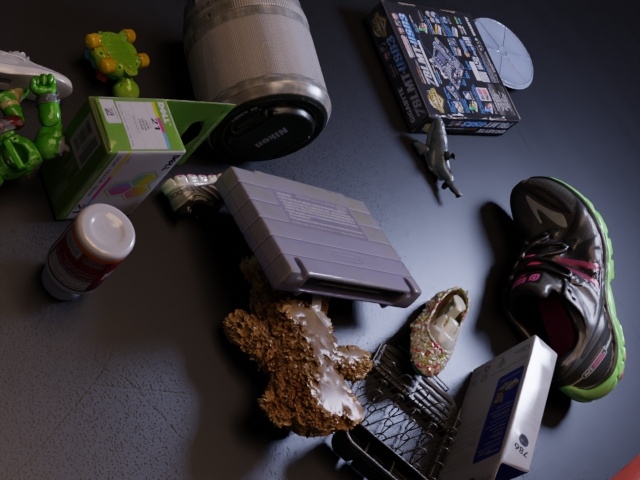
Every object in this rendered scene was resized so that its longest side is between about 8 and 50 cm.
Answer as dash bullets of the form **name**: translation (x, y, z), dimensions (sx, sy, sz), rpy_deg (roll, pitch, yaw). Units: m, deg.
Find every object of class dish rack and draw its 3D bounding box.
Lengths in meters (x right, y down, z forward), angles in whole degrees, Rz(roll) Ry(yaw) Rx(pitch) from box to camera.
- **dish rack**: translation (0.138, 0.291, 1.665), dimensions (0.208, 0.074, 0.271), rpy_deg (42, 43, -10)

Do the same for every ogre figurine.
- **ogre figurine**: translation (-0.441, -0.141, 1.436), dimensions (0.197, 0.097, 0.118), rpy_deg (-28, 85, -29)

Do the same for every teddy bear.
- **teddy bear**: translation (-0.038, 0.161, 1.602), dimensions (0.245, 0.113, 0.338), rpy_deg (4, 52, -46)

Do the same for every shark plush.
- **shark plush**: translation (0.242, -0.161, 2.064), dimensions (0.073, 0.067, 0.161), rpy_deg (9, 60, -36)

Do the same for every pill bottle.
- **pill bottle**: translation (-0.323, 0.021, 1.411), dimensions (0.086, 0.152, 0.086), rpy_deg (21, 50, -28)

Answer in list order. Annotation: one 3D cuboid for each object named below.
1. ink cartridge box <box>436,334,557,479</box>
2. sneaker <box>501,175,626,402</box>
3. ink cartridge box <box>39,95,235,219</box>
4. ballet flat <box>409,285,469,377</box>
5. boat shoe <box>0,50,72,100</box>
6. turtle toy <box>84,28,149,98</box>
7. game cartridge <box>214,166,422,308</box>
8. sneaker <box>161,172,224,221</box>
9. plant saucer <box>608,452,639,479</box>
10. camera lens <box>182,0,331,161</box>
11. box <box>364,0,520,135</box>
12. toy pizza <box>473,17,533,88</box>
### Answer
- **ink cartridge box**: translation (0.287, 0.315, 1.705), dimensions (0.065, 0.165, 0.333), rpy_deg (42, 44, -11)
- **sneaker**: translation (0.455, 0.070, 2.000), dimensions (0.202, 0.185, 0.483), rpy_deg (16, 52, -36)
- **ink cartridge box**: translation (-0.257, -0.123, 1.537), dimensions (0.255, 0.189, 0.097), rpy_deg (-5, 64, -42)
- **ballet flat**: translation (0.209, 0.145, 1.784), dimensions (0.091, 0.077, 0.241), rpy_deg (42, 30, -8)
- **boat shoe**: translation (-0.467, -0.259, 1.557), dimensions (0.184, 0.066, 0.063), rpy_deg (5, 59, -26)
- **turtle toy**: translation (-0.332, -0.284, 1.676), dimensions (0.095, 0.066, 0.130), rpy_deg (-20, 76, -45)
- **game cartridge**: translation (0.000, 0.000, 1.683), dimensions (0.355, 0.068, 0.230), rpy_deg (12, 35, -50)
- **sneaker**: translation (-0.175, -0.065, 1.662), dimensions (0.170, 0.063, 0.075), rpy_deg (-4, 72, -43)
- **plant saucer**: translation (0.649, 0.540, 1.936), dimensions (0.258, 0.048, 0.259), rpy_deg (-20, 75, -45)
- **camera lens**: translation (-0.112, -0.288, 1.749), dimensions (0.219, 0.219, 0.274), rpy_deg (6, 59, -37)
- **box**: translation (0.264, -0.369, 2.222), dimensions (0.293, 0.073, 0.295), rpy_deg (-5, 66, -40)
- **toy pizza**: translation (0.420, -0.436, 2.427), dimensions (0.201, 0.032, 0.201), rpy_deg (20, 52, -28)
